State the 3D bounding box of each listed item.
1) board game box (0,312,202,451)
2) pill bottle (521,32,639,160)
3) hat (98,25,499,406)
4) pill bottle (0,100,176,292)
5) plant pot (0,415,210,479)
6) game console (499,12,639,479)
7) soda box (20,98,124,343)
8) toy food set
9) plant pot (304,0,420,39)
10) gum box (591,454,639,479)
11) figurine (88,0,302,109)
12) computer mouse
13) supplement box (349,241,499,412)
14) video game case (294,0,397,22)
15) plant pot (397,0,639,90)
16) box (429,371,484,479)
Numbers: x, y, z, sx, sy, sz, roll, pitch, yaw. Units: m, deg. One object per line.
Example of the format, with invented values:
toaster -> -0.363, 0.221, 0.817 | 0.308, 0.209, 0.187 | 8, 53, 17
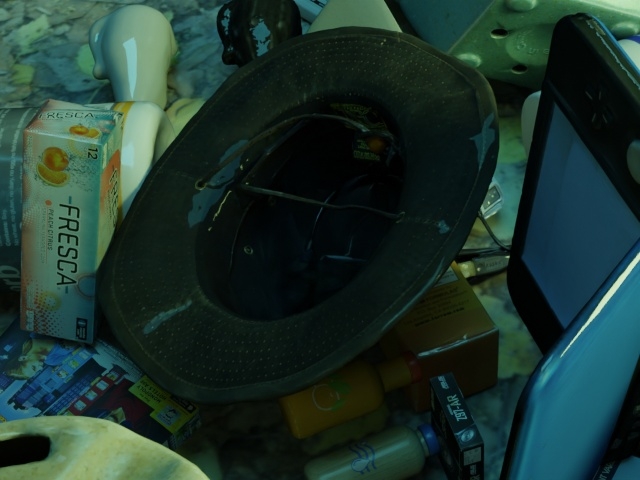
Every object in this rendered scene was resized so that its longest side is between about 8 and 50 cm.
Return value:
board game box -> -0.222, 0.159, 0.971 | 0.194, 0.060, 0.194 | 30, 58, 30
pill bottle -> 0.319, -0.114, 1.093 | 0.272, 0.152, 0.152 | -19, 47, -10
hat -> 0.000, 0.000, 0.953 | 0.331, 0.134, 0.331 | -15, 50, 18
pill bottle -> -0.267, -0.035, 1.091 | 0.278, 0.162, 0.162 | -3, 47, 6
plant pot -> -0.126, 0.270, 0.686 | 0.334, 0.305, 0.334 | -4, 47, 4
game console -> 0.132, 0.051, 0.798 | 0.173, 0.293, 0.250 | -16, 52, -14
soda box -> -0.191, -0.013, 0.966 | 0.063, 0.183, 0.058 | 11, 32, 3
toy food set -> 0.062, 0.190, 0.867 | 0.104, 0.111, 0.232 | -20, 45, -11
plant pot -> 0.046, -0.178, 1.214 | 0.096, 0.109, 0.109 | -35, 55, 15
gum box -> 0.238, 0.235, 0.850 | 0.184, 0.041, 0.157 | 20, 52, 25
figurine -> -0.122, -0.138, 1.225 | 0.215, 0.092, 0.209 | -6, 51, 4
computer mouse -> 0.129, -0.041, 1.127 | 0.106, 0.042, 0.193 | -20, 53, -5
supplement box -> 0.065, 0.025, 1.047 | 0.080, 0.078, 0.233 | -20, 48, -11
video game case -> 0.097, -0.261, 1.349 | 0.193, 0.023, 0.212 | -36, 51, -23
plant pot -> 0.206, -0.284, 1.180 | 0.247, 0.248, 0.252 | 10, 65, -18
box -> 0.100, 0.148, 0.922 | 0.018, 0.083, 0.067 | -16, 47, -8
